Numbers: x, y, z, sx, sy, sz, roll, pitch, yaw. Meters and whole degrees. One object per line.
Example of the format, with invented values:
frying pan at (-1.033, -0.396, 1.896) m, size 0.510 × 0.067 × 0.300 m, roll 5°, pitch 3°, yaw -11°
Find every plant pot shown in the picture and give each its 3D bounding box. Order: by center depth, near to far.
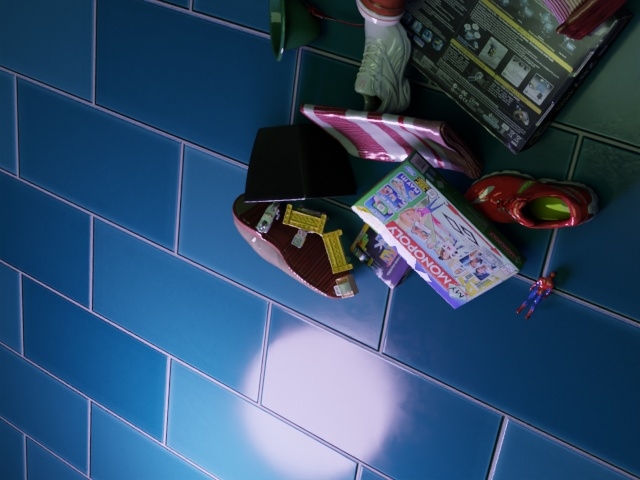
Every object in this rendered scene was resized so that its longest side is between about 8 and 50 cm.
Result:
plant pot at (-0.049, -0.175, 2.020) m, size 0.188 × 0.187 × 0.166 m, roll 0°, pitch 95°, yaw 37°

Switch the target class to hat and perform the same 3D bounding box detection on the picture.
hat at (-0.008, -0.474, 1.964) m, size 0.173 × 0.184 × 0.208 m, roll 101°, pitch 162°, yaw -51°

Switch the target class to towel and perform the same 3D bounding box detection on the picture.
towel at (0.145, -0.204, 1.833) m, size 0.329 × 0.237 × 0.037 m, roll 13°, pitch 80°, yaw 33°

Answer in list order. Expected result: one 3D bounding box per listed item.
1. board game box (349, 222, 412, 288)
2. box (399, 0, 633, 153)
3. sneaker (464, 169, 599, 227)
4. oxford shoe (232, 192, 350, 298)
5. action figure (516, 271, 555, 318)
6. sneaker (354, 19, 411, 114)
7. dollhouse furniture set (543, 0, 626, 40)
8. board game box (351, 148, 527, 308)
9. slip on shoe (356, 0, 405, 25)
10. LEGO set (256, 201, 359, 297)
board game box at (0.160, 0.001, 2.008) m, size 0.141 × 0.048 × 0.170 m, roll 43°, pitch 128°, yaw 17°
box at (0.325, -0.408, 1.692) m, size 0.395 × 0.097 × 0.318 m, roll 44°, pitch 130°, yaw 16°
sneaker at (0.394, -0.074, 1.755) m, size 0.279 × 0.118 × 0.107 m, roll 3°, pitch 108°, yaw 36°
oxford shoe at (-0.067, 0.023, 2.170) m, size 0.348 × 0.123 × 0.130 m, roll 42°, pitch 157°, yaw 12°
action figure at (0.446, 0.108, 1.846) m, size 0.038 × 0.030 × 0.115 m, roll 38°, pitch 121°, yaw 13°
sneaker at (0.114, -0.335, 1.761) m, size 0.090 × 0.115 × 0.232 m, roll 23°, pitch 137°, yaw 41°
dollhouse furniture set at (0.477, -0.520, 1.427) m, size 0.374 × 0.152 × 0.201 m, roll -42°, pitch 77°, yaw 24°
board game box at (0.239, -0.016, 1.855) m, size 0.317 × 0.046 × 0.213 m, roll 43°, pitch 139°, yaw -5°
slip on shoe at (0.096, -0.551, 1.725) m, size 0.101 × 0.123 × 0.331 m, roll 111°, pitch 152°, yaw -47°
LEGO set at (0.000, 0.000, 2.083) m, size 0.287 × 0.107 × 0.132 m, roll 38°, pitch 103°, yaw 1°
